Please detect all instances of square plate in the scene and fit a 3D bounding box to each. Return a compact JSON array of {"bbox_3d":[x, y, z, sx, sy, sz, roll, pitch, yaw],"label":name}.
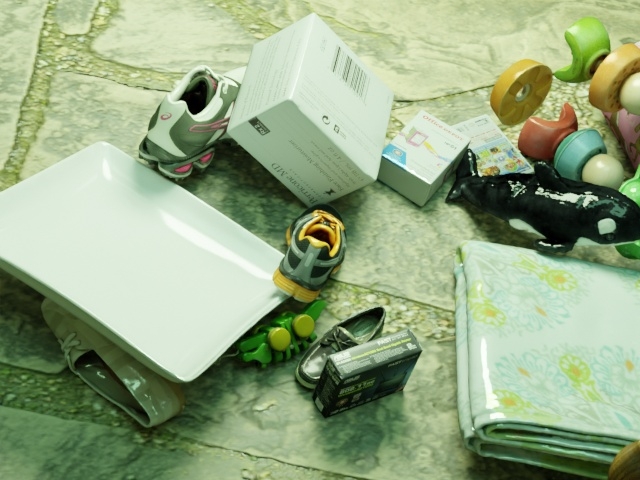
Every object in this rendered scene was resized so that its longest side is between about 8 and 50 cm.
[{"bbox_3d":[-0.226,0.025,1.800,0.347,0.049,0.344,32,30,11],"label":"square plate"}]

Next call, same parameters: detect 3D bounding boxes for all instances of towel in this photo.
[{"bbox_3d":[0.331,0.149,1.853,0.321,0.090,0.374,14,38,-7],"label":"towel"}]

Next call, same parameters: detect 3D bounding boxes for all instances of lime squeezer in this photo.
[{"bbox_3d":[0.442,-0.046,2.005,0.059,0.110,0.310,13,57,-8],"label":"lime squeezer"}]

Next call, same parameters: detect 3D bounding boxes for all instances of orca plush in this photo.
[{"bbox_3d":[0.304,-0.079,1.989,0.151,0.102,0.287,-34,44,-28],"label":"orca plush"}]

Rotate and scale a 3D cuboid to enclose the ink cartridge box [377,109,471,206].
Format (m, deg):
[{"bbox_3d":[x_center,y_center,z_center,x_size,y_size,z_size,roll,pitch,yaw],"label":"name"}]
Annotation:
[{"bbox_3d":[0.144,-0.119,2.077,0.088,0.052,0.122,32,50,13],"label":"ink cartridge box"}]

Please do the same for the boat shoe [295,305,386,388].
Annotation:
[{"bbox_3d":[0.026,0.128,1.843,0.056,0.049,0.152,38,52,15],"label":"boat shoe"}]

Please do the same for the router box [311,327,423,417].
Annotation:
[{"bbox_3d":[0.057,0.163,1.796,0.122,0.092,0.038,-18,58,-27],"label":"router box"}]

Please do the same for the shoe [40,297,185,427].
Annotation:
[{"bbox_3d":[-0.256,0.140,1.736,0.219,0.076,0.058,38,47,13],"label":"shoe"}]

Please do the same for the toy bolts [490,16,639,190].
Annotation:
[{"bbox_3d":[0.361,-0.161,2.060,0.218,0.228,0.158,-28,54,-26],"label":"toy bolts"}]

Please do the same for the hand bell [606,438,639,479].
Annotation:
[{"bbox_3d":[0.326,0.291,1.669,0.126,0.242,0.126,8,50,-9],"label":"hand bell"}]

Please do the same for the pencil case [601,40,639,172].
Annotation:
[{"bbox_3d":[0.541,-0.117,2.123,0.167,0.160,0.386,-21,57,0],"label":"pencil case"}]

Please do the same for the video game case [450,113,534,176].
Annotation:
[{"bbox_3d":[0.244,-0.129,2.141,0.087,0.011,0.122,-20,59,-29],"label":"video game case"}]

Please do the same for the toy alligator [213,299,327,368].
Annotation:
[{"bbox_3d":[-0.065,0.133,1.818,0.190,0.056,0.051,-28,106,-26],"label":"toy alligator"}]

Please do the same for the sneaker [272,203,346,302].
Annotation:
[{"bbox_3d":[0.000,0.000,1.892,0.084,0.083,0.215,24,27,-4],"label":"sneaker"}]

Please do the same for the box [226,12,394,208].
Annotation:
[{"bbox_3d":[-0.010,-0.174,1.984,0.181,0.119,0.182,42,42,-30],"label":"box"}]

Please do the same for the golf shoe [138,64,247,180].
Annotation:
[{"bbox_3d":[-0.138,-0.186,1.998,0.105,0.120,0.273,28,40,14],"label":"golf shoe"}]
